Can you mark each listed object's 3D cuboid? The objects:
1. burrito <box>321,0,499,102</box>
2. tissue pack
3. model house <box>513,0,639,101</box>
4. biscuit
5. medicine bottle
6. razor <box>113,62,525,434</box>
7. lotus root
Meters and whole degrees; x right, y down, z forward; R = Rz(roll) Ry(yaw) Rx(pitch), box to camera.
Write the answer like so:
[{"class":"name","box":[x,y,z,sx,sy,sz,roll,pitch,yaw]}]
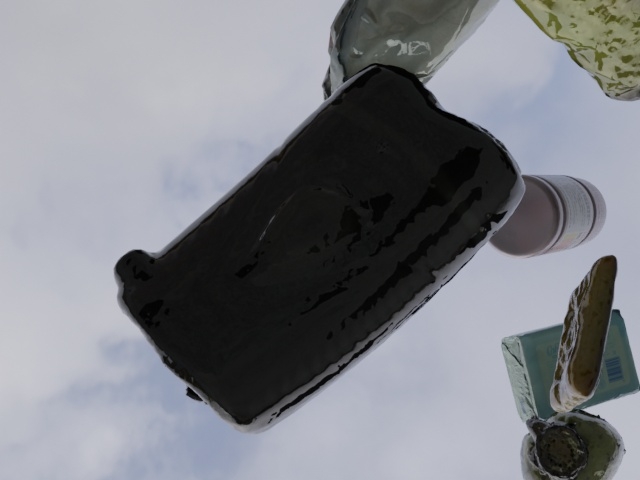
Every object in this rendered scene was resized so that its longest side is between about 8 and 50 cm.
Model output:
[{"class":"burrito","box":[0.114,-0.262,0.768,0.139,0.445,0.101,33,-151,-15]},{"class":"tissue pack","box":[0.501,0.250,1.530,0.263,0.089,0.177,-11,-95,-22]},{"class":"model house","box":[0.111,-0.207,0.317,0.234,0.175,0.193,23,-131,-40]},{"class":"biscuit","box":[0.153,0.056,0.446,0.018,0.081,0.083,14,-106,13]},{"class":"medicine bottle","box":[0.369,-0.044,1.250,0.133,0.133,0.250,51,-150,21]},{"class":"razor","box":[0.001,0.000,0.670,0.349,0.113,0.204,-41,-111,-10]},{"class":"lotus root","box":[0.425,0.359,1.293,0.173,0.309,0.173,-4,-102,20]}]
